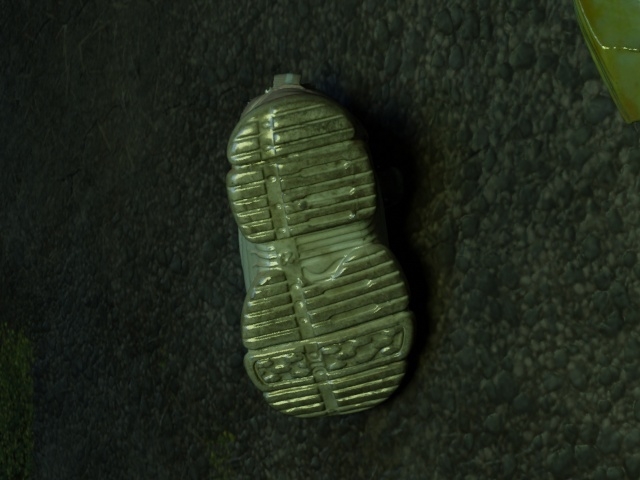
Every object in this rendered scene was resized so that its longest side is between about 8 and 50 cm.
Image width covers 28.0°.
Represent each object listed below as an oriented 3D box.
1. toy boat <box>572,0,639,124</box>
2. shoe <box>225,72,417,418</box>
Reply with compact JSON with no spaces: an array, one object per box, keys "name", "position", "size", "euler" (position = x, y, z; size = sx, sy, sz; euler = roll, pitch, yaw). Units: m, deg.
[{"name":"toy boat","position":[0.246,-0.183,1.059],"size":[0.065,0.066,0.172],"euler":[-15,77,15]},{"name":"shoe","position":[0.003,0.000,1.294],"size":[0.198,0.172,0.351],"euler":[-92,-2,-66]}]
